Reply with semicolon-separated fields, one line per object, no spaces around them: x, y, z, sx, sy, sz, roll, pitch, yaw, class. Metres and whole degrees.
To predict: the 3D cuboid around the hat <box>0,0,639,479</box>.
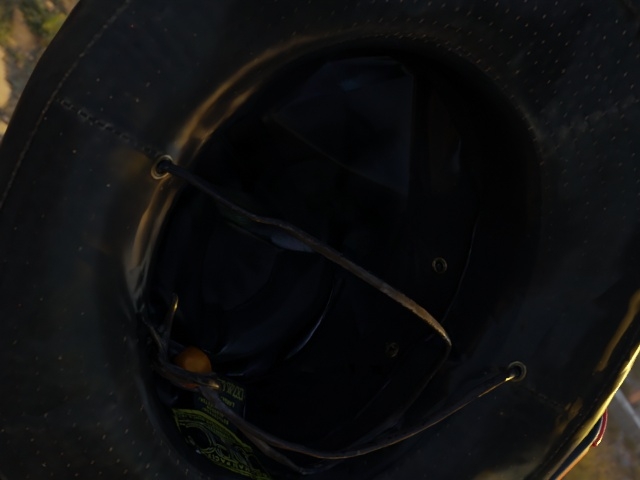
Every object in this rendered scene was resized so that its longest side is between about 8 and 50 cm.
0.000;0.000;0.444;0.331;0.331;0.134;37;3;-27;hat

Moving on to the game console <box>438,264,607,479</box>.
0.125;0.195;1.260;0.386;0.342;0.060;46;0;6;game console
